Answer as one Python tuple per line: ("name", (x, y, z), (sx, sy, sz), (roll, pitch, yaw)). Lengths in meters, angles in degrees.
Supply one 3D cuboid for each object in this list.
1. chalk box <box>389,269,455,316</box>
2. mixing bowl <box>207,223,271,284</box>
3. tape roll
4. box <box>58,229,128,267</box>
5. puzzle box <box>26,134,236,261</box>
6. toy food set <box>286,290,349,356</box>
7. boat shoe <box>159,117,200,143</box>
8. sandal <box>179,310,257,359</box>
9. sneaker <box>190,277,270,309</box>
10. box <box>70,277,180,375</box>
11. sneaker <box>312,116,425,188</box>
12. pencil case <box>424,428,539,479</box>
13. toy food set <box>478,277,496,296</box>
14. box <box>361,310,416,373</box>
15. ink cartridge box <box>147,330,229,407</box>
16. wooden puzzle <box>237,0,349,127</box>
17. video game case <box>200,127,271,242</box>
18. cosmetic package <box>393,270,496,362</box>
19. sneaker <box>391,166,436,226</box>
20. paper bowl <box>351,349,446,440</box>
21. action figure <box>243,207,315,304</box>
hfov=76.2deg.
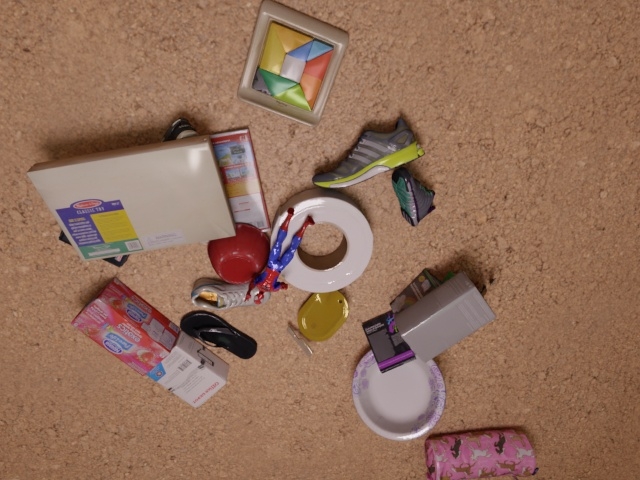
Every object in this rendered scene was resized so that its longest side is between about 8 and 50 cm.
("chalk box", (0.338, 0.188, 1.234), (0.132, 0.132, 0.213), (38, 106, -17))
("mixing bowl", (-0.226, 0.055, 1.134), (0.181, 0.098, 0.181), (-4, 124, -6))
("tape roll", (0.000, 0.000, 1.146), (0.286, 0.100, 0.286), (-2, 113, -4))
("box", (-0.571, -0.059, 1.099), (0.175, 0.051, 0.220), (29, 107, -16))
("puzzle box", (-0.439, -0.096, 1.005), (0.408, 0.052, 0.272), (-9, 129, -3))
("toy food set", (0.001, 0.237, 1.267), (0.128, 0.071, 0.218), (42, 102, 6))
("boat shoe", (-0.384, -0.201, 1.031), (0.233, 0.084, 0.079), (-48, 67, 24))
("sandal", (-0.310, 0.296, 1.263), (0.254, 0.054, 0.097), (28, 107, -15))
("sneaker", (-0.261, 0.166, 1.195), (0.228, 0.092, 0.087), (2, 110, -7))
("box", (-0.556, 0.250, 1.185), (0.122, 0.128, 0.257), (-40, 110, 11))
("sneaker", (0.113, -0.221, 1.076), (0.300, 0.111, 0.121), (-22, 96, 3))
("pencil case", (0.571, 0.791, 1.488), (0.386, 0.167, 0.160), (-2, 145, -4))
("toy food set", (0.467, 0.186, 1.259), (0.038, 0.132, 0.192), (35, 96, 18))
("box", (0.210, 0.313, 1.267), (0.116, 0.162, 0.029), (-24, 149, 5))
("ink cartridge box", (-0.413, 0.406, 1.283), (0.148, 0.086, 0.203), (-41, 110, 12))
("wooden puzzle", (-0.069, -0.424, 0.997), (0.221, 0.044, 0.239), (17, 109, -11))
("video game case", (-0.262, -0.142, 1.106), (0.204, 0.025, 0.285), (-10, 113, 0))
("cosmetic package", (0.336, 0.211, 1.119), (0.238, 0.107, 0.127), (-34, 110, 12))
("sneaker", (0.258, -0.135, 1.101), (0.098, 0.083, 0.224), (-33, 144, -3))
("paper bowl", (0.249, 0.471, 1.289), (0.284, 0.284, 0.148), (-26, 155, 6))
("action figure", (-0.111, 0.068, 1.042), (0.091, 0.139, 0.280), (24, 112, -12))
